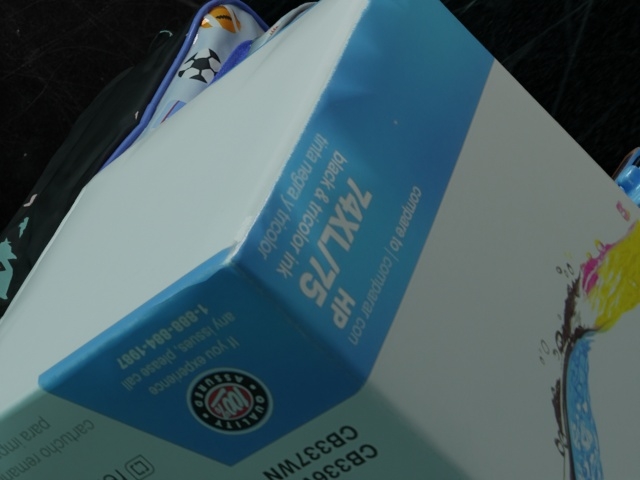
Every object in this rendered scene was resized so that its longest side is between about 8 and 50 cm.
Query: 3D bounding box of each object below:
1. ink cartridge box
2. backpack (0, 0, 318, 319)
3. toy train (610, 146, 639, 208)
[{"bbox_3d":[0.029,0.078,0.706,0.198,0.270,0.197,-34,20,37],"label":"ink cartridge box"},{"bbox_3d":[-0.019,0.020,1.009,0.213,0.263,0.276,-23,28,44],"label":"backpack"},{"bbox_3d":[0.137,0.033,0.914,0.184,0.080,0.105,-53,11,-26],"label":"toy train"}]
